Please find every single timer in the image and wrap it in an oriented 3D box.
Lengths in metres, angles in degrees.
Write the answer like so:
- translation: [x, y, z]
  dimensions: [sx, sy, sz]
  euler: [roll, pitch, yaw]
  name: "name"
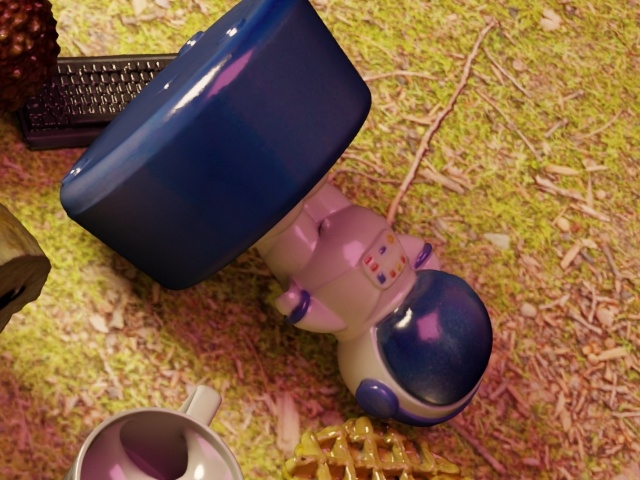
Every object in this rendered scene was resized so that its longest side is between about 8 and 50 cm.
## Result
- translation: [0.000, 0.000, 1.679]
  dimensions: [0.383, 0.270, 0.270]
  euler: [45, 50, -12]
  name: "timer"

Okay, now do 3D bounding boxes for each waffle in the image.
- translation: [0.055, 0.227, 1.657]
  dimensions: [0.194, 0.051, 0.149]
  euler: [30, 48, -7]
  name: "waffle"

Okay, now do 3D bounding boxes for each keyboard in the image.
- translation: [-0.170, -0.132, 1.795]
  dimensions: [0.230, 0.025, 0.094]
  euler: [-6, 66, -29]
  name: "keyboard"

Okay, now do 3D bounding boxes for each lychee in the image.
- translation: [-0.314, -0.178, 1.664]
  dimensions: [0.188, 0.188, 0.188]
  euler: [12, 55, -19]
  name: "lychee"

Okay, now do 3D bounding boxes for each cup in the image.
- translation: [-0.144, 0.200, 1.521]
  dimensions: [0.134, 0.142, 0.174]
  euler: [6, 58, -22]
  name: "cup"

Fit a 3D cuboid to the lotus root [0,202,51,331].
- translation: [-0.398, -0.019, 1.480]
  dimensions: [0.346, 0.250, 0.250]
  euler: [45, 52, 6]
  name: "lotus root"
